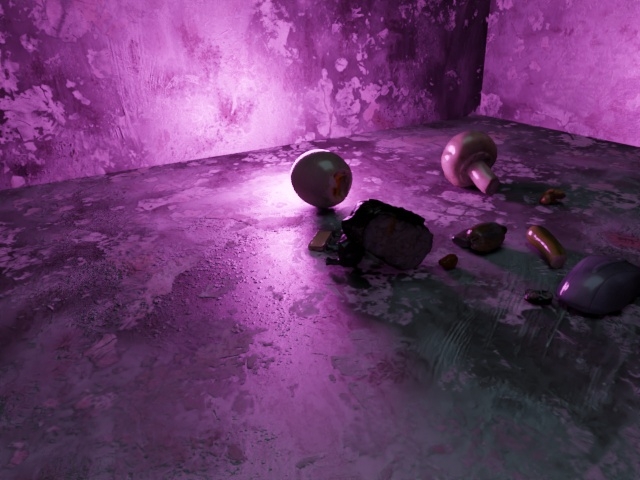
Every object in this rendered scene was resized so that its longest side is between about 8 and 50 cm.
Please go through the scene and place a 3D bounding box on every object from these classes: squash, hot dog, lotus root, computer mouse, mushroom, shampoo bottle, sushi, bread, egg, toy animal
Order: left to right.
[{"bbox_3d":[-0.008,-0.310,2.253,0.278,0.279,0.336,-22,36,-33],"label":"egg"},{"bbox_3d":[0.000,0.000,1.900,0.068,0.028,0.154,4,27,16],"label":"bread"},{"bbox_3d":[0.131,0.000,1.801,0.168,0.106,0.343,9,25,25],"label":"toy animal"},{"bbox_3d":[0.241,-0.029,1.630,0.350,0.211,0.171,18,16,-32],"label":"sushi"},{"bbox_3d":[0.467,0.077,1.671,0.083,0.035,0.058,-23,32,-35],"label":"hot dog"},{"bbox_3d":[0.607,-0.021,1.852,0.080,0.040,0.165,21,36,41],"label":"shampoo bottle"},{"bbox_3d":[0.796,-0.383,2.334,0.314,0.315,0.336,-14,51,-21],"label":"mushroom"},{"bbox_3d":[0.654,-0.020,1.773,0.192,0.088,0.113,-17,69,-25],"label":"lotus root"},{"bbox_3d":[0.685,0.184,1.431,0.083,0.044,0.046,4,48,19],"label":"sushi"},{"bbox_3d":[0.846,0.019,1.704,0.083,0.083,0.250,-2,29,2],"label":"squash"},{"bbox_3d":[0.909,0.118,1.447,0.370,0.122,0.188,-16,28,-31],"label":"computer mouse"}]

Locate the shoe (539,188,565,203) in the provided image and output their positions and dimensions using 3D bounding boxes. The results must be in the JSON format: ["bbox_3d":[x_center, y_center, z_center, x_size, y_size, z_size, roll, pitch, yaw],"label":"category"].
[{"bbox_3d":[1.095,-0.211,2.152,0.108,0.072,0.069,-3,20,1],"label":"shoe"}]
